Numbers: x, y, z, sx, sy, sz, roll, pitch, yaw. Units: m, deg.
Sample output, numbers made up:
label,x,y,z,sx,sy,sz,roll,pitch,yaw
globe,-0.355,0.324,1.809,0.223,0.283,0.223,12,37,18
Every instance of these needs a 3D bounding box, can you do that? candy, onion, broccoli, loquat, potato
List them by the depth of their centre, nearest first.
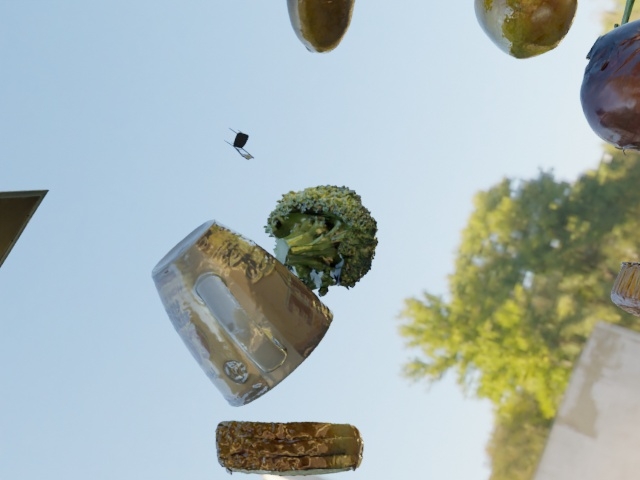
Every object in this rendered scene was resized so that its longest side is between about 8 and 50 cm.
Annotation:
label,x,y,z,sx,sy,sz,roll,pitch,yaw
onion,0.553,-0.260,1.762,0.281,0.221,0.281,-55,-16,-24
broccoli,0.003,-0.001,1.828,0.226,0.176,0.198,-151,40,-76
loquat,0.413,-0.495,2.132,0.213,0.213,0.246,-59,-36,-32
potato,0.006,-0.578,2.205,0.195,0.176,0.369,-86,1,-72
candy,0.657,-0.458,2.285,0.262,0.073,0.077,87,179,-54

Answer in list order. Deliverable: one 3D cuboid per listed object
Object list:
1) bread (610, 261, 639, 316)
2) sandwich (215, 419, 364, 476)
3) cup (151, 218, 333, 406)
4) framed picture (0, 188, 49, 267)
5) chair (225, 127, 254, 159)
label,x,y,z,sx,sy,sz,roll,pitch,yaw
bread,0.715,0.123,2.211,0.104,0.199,0.199,-66,-19,-5
sandwich,-0.055,0.395,1.981,0.301,0.271,0.099,93,174,-74
cup,-0.140,0.111,1.655,0.227,0.257,0.301,-44,12,-1
framed picture,-0.418,0.010,1.273,0.183,0.011,0.142,-54,-13,15
chair,-0.174,-0.215,2.301,0.037,0.086,0.042,7,-63,-47
